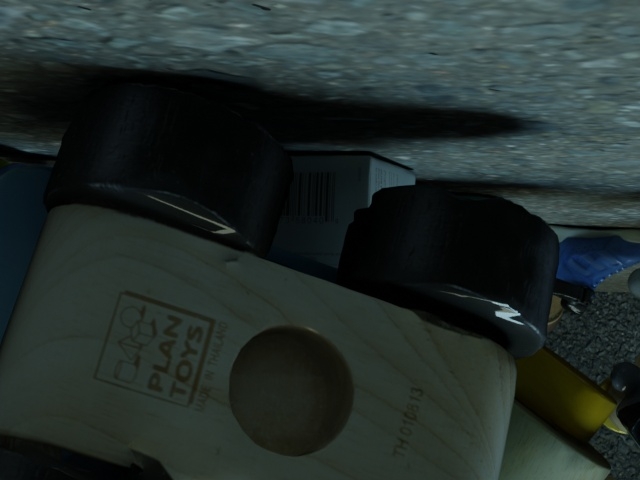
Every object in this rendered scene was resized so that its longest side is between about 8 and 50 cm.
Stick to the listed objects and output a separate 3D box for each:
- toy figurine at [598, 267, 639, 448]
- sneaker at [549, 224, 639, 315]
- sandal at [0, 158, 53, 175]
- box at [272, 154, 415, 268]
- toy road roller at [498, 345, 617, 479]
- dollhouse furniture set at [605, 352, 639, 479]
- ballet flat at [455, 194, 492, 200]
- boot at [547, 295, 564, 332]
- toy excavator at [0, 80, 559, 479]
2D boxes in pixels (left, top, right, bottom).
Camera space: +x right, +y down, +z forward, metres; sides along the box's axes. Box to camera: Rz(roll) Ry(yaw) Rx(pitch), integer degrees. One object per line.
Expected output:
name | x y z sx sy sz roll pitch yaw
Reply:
toy figurine | 0.310 0.073 0.824 0.209 0.213 0.148 6 -168 0
sneaker | 0.265 0.031 1.124 0.152 0.085 0.058 3 176 1
sandal | -0.166 0.005 0.892 0.138 0.126 0.317 -1 177 9
box | 0.000 0.000 0.749 0.101 0.102 0.087 1 178 23
toy road roller | 0.056 0.117 0.902 0.329 0.202 0.240 38 -175 20
dollhouse furniture set | 0.417 0.159 0.902 0.174 0.303 0.355 46 156 -23
ballet flat | 0.111 0.010 0.997 0.077 0.077 0.231 3 177 0
boot | 0.144 0.027 1.372 0.305 0.112 0.115 8 146 0
toy excavator | -0.149 0.091 0.661 0.433 0.222 0.445 19 159 -15
